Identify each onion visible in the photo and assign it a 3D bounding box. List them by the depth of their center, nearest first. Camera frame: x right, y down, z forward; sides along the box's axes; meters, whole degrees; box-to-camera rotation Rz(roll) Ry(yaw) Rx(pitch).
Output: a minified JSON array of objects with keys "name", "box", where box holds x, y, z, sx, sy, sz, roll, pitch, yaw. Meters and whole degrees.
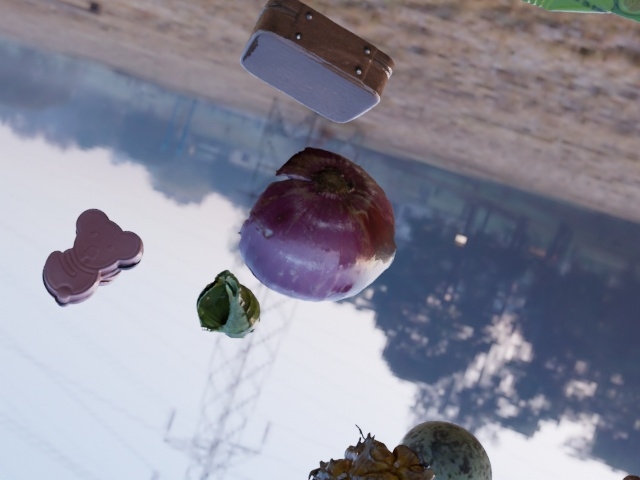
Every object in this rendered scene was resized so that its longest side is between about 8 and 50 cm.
[{"name":"onion","box":[0.005,-0.011,1.638,0.200,0.200,0.207,19,-170,15]}]

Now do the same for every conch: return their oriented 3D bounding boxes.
[{"name":"conch","box":[-0.131,0.092,1.787,0.074,0.089,0.121,49,162,42]}]

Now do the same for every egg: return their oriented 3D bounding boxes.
[{"name":"egg","box":[0.161,0.310,1.741,0.132,0.132,0.172,17,-169,-18]}]

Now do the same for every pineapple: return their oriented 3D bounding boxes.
[{"name":"pineapple","box":[0.043,0.295,1.247,0.076,0.225,0.225,6,-169,-41]}]

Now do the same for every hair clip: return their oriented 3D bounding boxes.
[{"name":"hair clip","box":[-0.356,0.030,1.974,0.123,0.102,0.138,39,-136,20]}]

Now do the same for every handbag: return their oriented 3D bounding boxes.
[{"name":"handbag","box":[-0.008,-0.241,1.749,0.193,0.072,0.151,27,157,-12]}]

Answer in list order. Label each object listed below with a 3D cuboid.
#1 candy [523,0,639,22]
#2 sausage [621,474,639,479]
[{"name":"candy","box":[0.319,-0.254,1.232,0.246,0.149,0.069,9,-137,-17]},{"name":"sausage","box":[0.398,0.334,1.604,0.030,0.035,0.147,21,157,35]}]
